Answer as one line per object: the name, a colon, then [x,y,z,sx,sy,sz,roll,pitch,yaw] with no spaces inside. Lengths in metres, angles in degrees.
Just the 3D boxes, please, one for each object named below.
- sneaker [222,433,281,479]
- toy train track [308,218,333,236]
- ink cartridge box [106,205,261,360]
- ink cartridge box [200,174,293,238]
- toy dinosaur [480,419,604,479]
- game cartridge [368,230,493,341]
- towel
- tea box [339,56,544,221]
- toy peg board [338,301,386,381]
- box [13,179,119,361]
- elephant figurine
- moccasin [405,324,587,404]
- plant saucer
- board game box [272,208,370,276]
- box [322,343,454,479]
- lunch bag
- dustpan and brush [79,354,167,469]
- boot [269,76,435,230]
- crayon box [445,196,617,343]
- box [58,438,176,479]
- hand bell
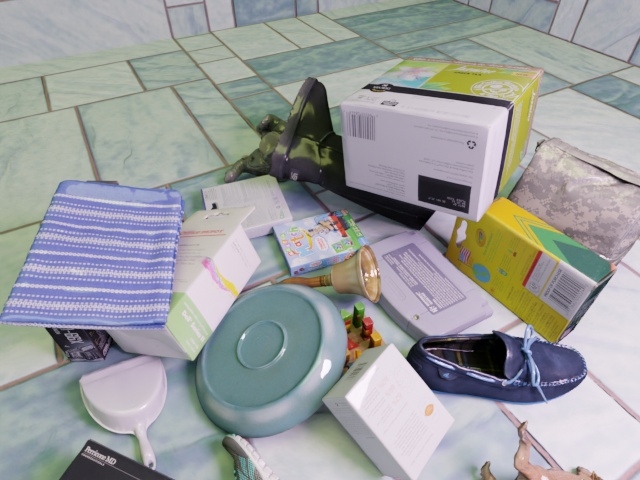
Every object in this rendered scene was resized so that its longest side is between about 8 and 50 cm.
sneaker: [-0.117,0.388,0.681,0.076,0.065,0.166,-37,53,-27]
toy train track: [0.002,-0.035,1.093,0.048,0.014,0.083,33,53,30]
ink cartridge box: [-0.274,0.074,0.918,0.207,0.119,0.353,-2,38,29]
ink cartridge box: [-0.210,-0.091,1.187,0.224,0.045,0.223,-13,45,-11]
toy dinosaur: [0.327,0.416,0.611,0.200,0.127,0.296,36,60,23]
game cartridge: [0.223,0.102,0.980,0.196,0.060,0.294,-17,46,-21]
towel: [-0.385,0.009,0.768,0.243,0.040,0.335,6,45,-17]
tea box: [0.272,-0.251,0.964,0.329,0.219,0.323,20,46,31]
toy peg board: [0.056,0.212,0.848,0.161,0.079,0.160,-20,47,-18]
box: [-0.477,0.059,0.893,0.077,0.242,0.307,0,45,1]
elephant figurine: [-0.155,-0.256,1.306,0.169,0.186,0.239,35,52,-25]
moccasin: [0.337,0.235,0.793,0.342,0.116,0.137,-3,44,-3]
plant saucer: [-0.107,0.206,0.811,0.318,0.043,0.317,-12,48,14]
board game box: [0.000,0.000,1.096,0.212,0.039,0.160,-16,46,-14]
box: [0.113,0.284,0.710,0.130,0.091,0.170,-38,89,-33]
lunch bag: [0.626,-0.082,1.022,0.213,0.256,0.305,-28,51,-25]
dustpan and brush: [-0.337,0.315,0.769,0.147,0.060,0.211,-14,38,-31]
boot: [0.122,-0.254,1.192,0.446,0.146,0.366,17,62,0]
crayon box: [0.433,0.046,0.929,0.081,0.202,0.318,-26,50,-24]
box: [-0.276,0.434,0.603,0.261,0.103,0.184,15,49,16]
hand bell: [0.000,0.092,0.944,0.242,0.126,0.126,-12,40,23]
